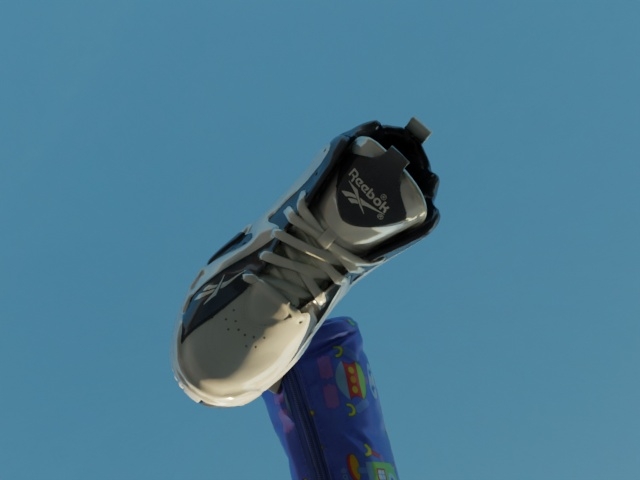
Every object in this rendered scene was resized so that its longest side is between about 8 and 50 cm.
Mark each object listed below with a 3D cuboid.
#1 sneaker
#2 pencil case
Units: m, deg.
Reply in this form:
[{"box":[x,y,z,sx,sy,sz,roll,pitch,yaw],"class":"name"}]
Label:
[{"box":[0.000,0.000,0.677,0.094,0.153,0.235,47,-124,4],"class":"sneaker"},{"box":[0.014,0.224,1.072,0.119,0.133,0.306,-25,-112,24],"class":"pencil case"}]
